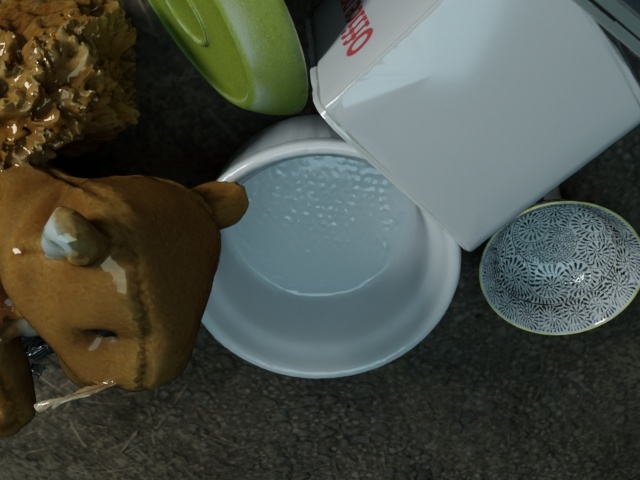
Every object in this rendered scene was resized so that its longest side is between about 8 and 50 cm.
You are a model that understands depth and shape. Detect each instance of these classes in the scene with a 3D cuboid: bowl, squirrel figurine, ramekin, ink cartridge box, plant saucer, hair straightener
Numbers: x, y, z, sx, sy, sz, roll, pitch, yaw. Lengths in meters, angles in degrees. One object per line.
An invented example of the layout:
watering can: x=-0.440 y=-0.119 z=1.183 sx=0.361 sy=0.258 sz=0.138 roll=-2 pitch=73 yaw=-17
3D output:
bowl: x=0.262 y=0.015 z=0.718 sx=0.170 sy=0.080 sz=0.170 roll=4 pitch=121 yaw=7
squirrel figurine: x=-0.256 y=-0.036 z=0.544 sx=0.370 sy=0.281 sz=0.396 roll=-3 pitch=94 yaw=36
ramekin: x=0.000 y=0.000 z=0.691 sx=0.277 sy=0.135 sz=0.277 roll=-1 pitch=121 yaw=-1
ink cartridge box: x=0.185 y=-0.222 z=0.479 sx=0.395 sy=0.285 sz=0.166 roll=-40 pitch=114 yaw=20
plant saucer: x=-0.099 y=-0.196 z=0.520 sx=0.037 sy=0.241 sz=0.241 roll=-37 pitch=118 yaw=-12
hair straightener: x=-0.368 y=0.128 z=0.815 sx=0.230 sy=0.047 sz=0.089 roll=-29 pitch=117 yaw=10

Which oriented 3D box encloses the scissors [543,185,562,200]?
scissors: x=0.272 y=-0.009 z=0.757 sx=0.109 sy=0.021 sz=0.297 roll=-29 pitch=118 yaw=17
